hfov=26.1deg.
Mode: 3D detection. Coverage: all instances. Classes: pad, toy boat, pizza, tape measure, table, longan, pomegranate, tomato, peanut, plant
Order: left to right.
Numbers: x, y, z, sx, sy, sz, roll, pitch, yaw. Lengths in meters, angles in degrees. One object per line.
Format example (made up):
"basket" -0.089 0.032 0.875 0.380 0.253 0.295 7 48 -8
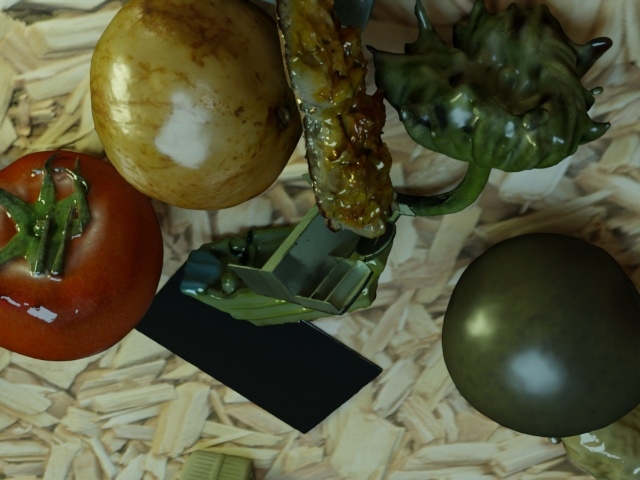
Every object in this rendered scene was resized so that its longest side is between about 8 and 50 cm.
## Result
"tomato" -0.314 0.020 1.645 0.256 0.256 0.224 13 152 6
"pomegranate" -0.129 -0.150 1.433 0.248 0.248 0.248 10 135 10
"tape measure" -0.159 0.470 2.028 0.133 0.231 0.271 11 134 6
"pad" -0.089 0.143 1.852 0.300 0.005 0.202 33 133 -13
"toy boat" -0.031 0.038 1.657 0.276 0.111 0.084 -9 134 27
"table" 0.000 0.000 1.537 0.062 0.146 0.175 48 159 -27
"pizza" 0.020 -0.134 1.341 0.085 0.161 0.305 -10 116 8
"plant" 0.177 -0.126 1.455 0.251 0.180 0.333 21 164 12
"longan" 0.263 0.107 1.552 0.248 0.248 0.248 10 135 10
"peanut" 0.418 0.250 1.695 0.291 0.143 0.159 16 169 -4

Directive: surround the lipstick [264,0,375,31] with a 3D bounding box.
"lipstick" -0.093 -0.297 1.388 0.317 0.068 0.066 17 136 2
